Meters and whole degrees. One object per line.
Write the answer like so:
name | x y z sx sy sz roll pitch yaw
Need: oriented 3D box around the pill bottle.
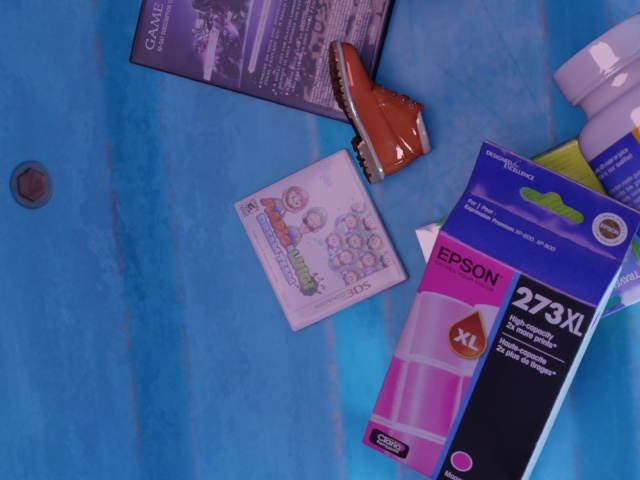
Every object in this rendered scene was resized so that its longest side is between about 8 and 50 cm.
pill bottle | 0.349 -0.083 1.714 0.152 0.152 0.272 -36 85 17

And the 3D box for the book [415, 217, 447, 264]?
book | 0.169 0.040 1.846 0.096 0.035 0.144 -20 88 14

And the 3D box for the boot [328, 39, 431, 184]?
boot | 0.061 -0.146 1.829 0.085 0.059 0.158 -23 110 -2

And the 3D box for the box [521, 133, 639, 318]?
box | 0.259 -0.006 1.798 0.109 0.042 0.178 -26 95 18

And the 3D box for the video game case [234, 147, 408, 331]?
video game case | 0.000 0.000 1.897 0.143 0.019 0.157 -26 88 17

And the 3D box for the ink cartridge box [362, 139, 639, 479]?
ink cartridge box | 0.177 0.095 1.768 0.176 0.069 0.371 26 121 13

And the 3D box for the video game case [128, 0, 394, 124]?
video game case | -0.060 -0.253 1.887 0.274 0.026 0.196 17 100 15
